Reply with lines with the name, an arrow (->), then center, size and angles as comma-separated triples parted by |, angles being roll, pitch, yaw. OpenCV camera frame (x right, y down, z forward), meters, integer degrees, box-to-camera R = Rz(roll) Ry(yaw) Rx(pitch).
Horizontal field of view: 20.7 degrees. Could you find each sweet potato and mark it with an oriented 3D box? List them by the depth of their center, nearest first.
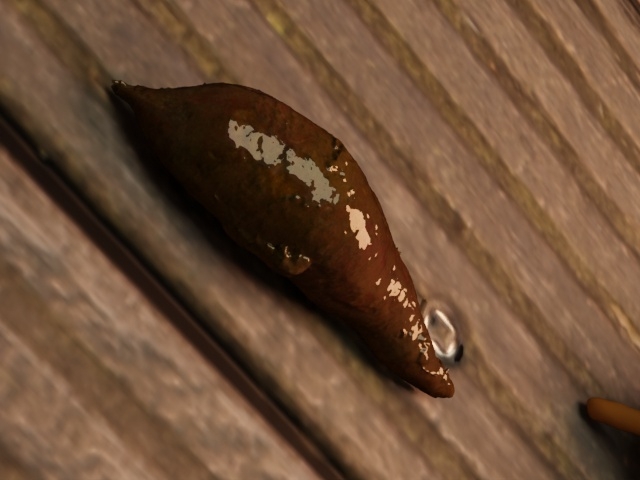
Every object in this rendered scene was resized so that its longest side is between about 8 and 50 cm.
sweet potato -> 0.004, -0.003, 0.767 | 0.226, 0.068, 0.068 | 44, 42, -27

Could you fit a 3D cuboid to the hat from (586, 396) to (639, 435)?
hat -> 0.242, 0.145, 0.936 | 0.233, 0.244, 0.233 | 26, 12, -2
